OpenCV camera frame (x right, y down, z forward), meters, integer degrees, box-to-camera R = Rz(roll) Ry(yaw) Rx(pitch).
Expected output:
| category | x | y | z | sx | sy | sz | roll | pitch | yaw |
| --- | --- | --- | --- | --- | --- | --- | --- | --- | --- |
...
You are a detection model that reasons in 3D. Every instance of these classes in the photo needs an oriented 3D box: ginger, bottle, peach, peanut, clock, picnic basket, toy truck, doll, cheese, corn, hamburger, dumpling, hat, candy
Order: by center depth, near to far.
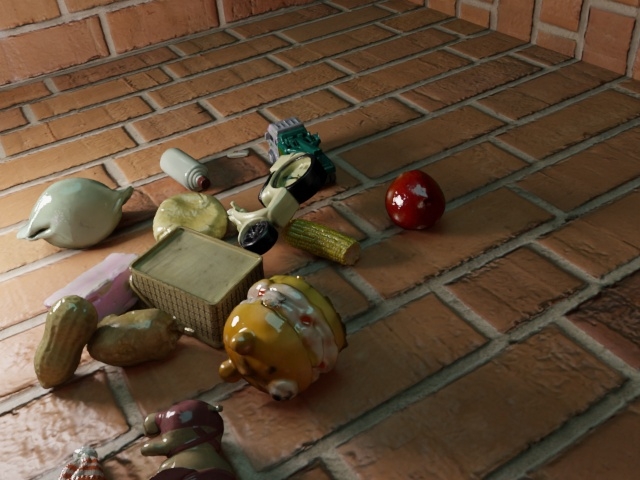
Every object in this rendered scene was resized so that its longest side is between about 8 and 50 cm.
| category | x | y | z | sx | sy | sz | roll | pitch | yaw |
| --- | --- | --- | --- | --- | --- | --- | --- | --- | --- |
| doll | -0.257 | 0.450 | 1.250 | 0.196 | 0.152 | 0.256 | -7 | 47 | -17 |
| hat | -0.491 | 0.482 | 1.296 | 0.112 | 0.094 | 0.162 | -5 | 30 | -17 |
| hamburger | -0.102 | 0.231 | 1.434 | 0.276 | 0.277 | 0.236 | 23 | 44 | 33 |
| peanut | -0.617 | 0.241 | 1.521 | 0.123 | 0.257 | 0.123 | 24 | 19 | -9 |
| ginger | -0.470 | 0.241 | 1.570 | 0.267 | 0.138 | 0.152 | -3 | 32 | 12 |
| picnic basket | -0.324 | 0.120 | 1.683 | 0.312 | 0.175 | 0.228 | 20 | 43 | 24 |
| candy | -0.590 | 0.145 | 1.706 | 0.155 | 0.116 | 0.265 | 1 | 31 | 40 |
| corn | 0.000 | 0.000 | 1.856 | 0.244 | 0.093 | 0.093 | 18 | 43 | 27 |
| peach | 0.286 | -0.117 | 1.893 | 0.197 | 0.197 | 0.197 | -4 | 37 | 3 |
| clock | -0.144 | -0.115 | 1.919 | 0.379 | 0.120 | 0.276 | -50 | 30 | -21 |
| cheese | -0.402 | -0.052 | 1.966 | 0.225 | 0.117 | 0.214 | 1 | 43 | 2 |
| dumpling | -0.772 | -0.071 | 1.989 | 0.320 | 0.270 | 0.212 | 9 | 56 | -20 |
| toy truck | -0.067 | -0.301 | 2.197 | 0.176 | 0.178 | 0.363 | -19 | 36 | -16 |
| bottle | -0.468 | -0.243 | 2.231 | 0.104 | 0.104 | 0.245 | -30 | 43 | -28 |

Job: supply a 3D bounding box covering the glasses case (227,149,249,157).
| category | x | y | z | sx | sy | sz | roll | pitch | yaw |
| --- | --- | --- | --- | --- | --- | --- | --- | --- | --- |
| glasses case | -0.312 | -0.329 | 2.389 | 0.083 | 0.021 | 0.032 | -6 | 35 | 0 |
